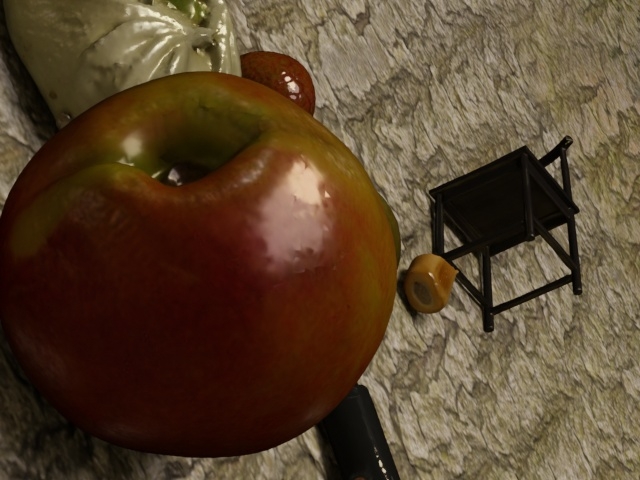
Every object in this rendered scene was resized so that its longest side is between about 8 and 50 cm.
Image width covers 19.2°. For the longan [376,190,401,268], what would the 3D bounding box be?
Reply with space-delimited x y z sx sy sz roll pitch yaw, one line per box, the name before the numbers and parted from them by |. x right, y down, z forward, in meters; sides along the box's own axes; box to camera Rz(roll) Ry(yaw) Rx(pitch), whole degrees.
longan | 0.000 0.000 1.871 0.176 0.145 0.155 -157 -125 -64

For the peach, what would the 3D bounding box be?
peach | -0.092 0.031 1.463 0.332 0.307 0.308 84 -4 -58

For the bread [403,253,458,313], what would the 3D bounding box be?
bread | 0.124 0.042 2.175 0.062 0.049 0.103 65 21 -18

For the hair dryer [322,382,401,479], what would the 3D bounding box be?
hair dryer | 0.045 0.248 1.778 0.189 0.107 0.352 26 36 -52

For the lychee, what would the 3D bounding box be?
lychee | -0.054 -0.135 1.924 0.140 0.101 0.114 -81 148 -62

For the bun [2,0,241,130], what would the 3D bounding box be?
bun | -0.158 -0.181 1.696 0.259 0.160 0.259 49 25 -33

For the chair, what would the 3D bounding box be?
chair | 0.232 -0.039 2.352 0.141 0.154 0.260 46 31 -36
